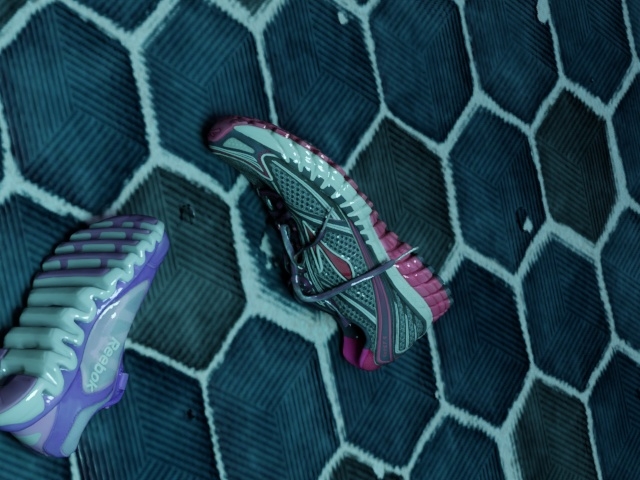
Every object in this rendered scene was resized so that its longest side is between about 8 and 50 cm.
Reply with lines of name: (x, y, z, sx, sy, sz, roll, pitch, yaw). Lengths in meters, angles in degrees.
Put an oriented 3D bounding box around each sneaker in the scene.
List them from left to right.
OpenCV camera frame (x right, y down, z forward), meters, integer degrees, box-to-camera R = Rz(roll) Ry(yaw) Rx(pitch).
sneaker: (-0.192, 0.082, 1.601, 0.104, 0.095, 0.236, 56, 51, -34)
sneaker: (0.000, 0.000, 1.815, 0.112, 0.121, 0.299, -46, 113, -8)
